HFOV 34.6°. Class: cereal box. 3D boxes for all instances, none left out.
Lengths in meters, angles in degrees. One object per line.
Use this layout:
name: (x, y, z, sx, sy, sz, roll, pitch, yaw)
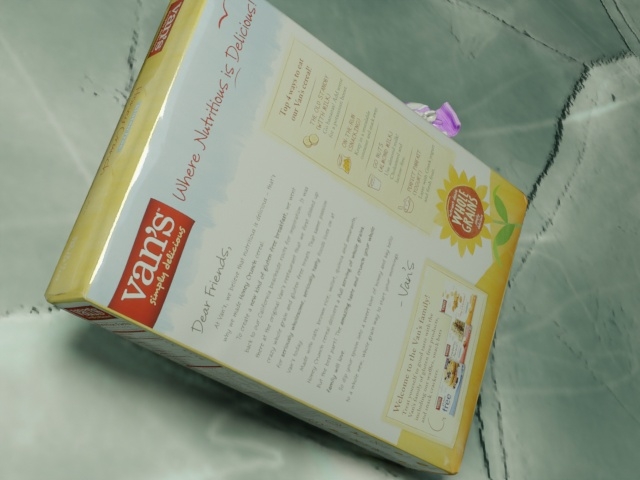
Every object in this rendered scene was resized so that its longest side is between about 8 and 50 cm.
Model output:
cereal box: (0.000, 0.000, 0.526, 0.240, 0.047, 0.173, 31, 68, -32)

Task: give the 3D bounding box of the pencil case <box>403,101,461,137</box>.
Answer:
pencil case: (-0.009, -0.047, 0.602, 0.206, 0.088, 0.086, -5, 59, -39)
